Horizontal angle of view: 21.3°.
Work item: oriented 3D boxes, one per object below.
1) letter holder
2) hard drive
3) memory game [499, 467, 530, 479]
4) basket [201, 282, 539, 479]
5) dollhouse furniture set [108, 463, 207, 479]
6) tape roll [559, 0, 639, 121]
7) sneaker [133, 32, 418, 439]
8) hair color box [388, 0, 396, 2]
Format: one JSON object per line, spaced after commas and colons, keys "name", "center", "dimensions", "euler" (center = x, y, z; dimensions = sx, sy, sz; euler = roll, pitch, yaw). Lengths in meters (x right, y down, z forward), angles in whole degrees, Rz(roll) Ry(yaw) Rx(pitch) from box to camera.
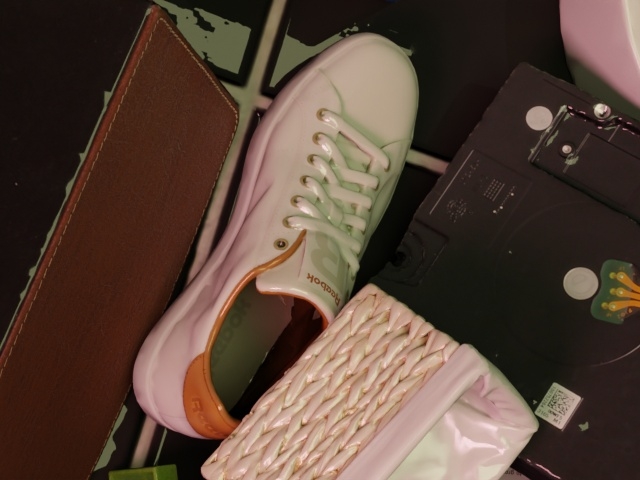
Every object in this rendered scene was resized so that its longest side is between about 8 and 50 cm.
{"name": "letter holder", "center": [-0.187, 0.007, 1.015], "dimensions": [0.152, 0.214, 0.302], "euler": [20, 82, 17]}
{"name": "hard drive", "center": [0.210, 0.062, 1.084], "dimensions": [0.339, 0.064, 0.237], "euler": [30, 77, 19]}
{"name": "memory game", "center": [0.135, 0.120, 1.165], "dimensions": [0.186, 0.012, 0.186], "euler": [1, 87, -17]}
{"name": "basket", "center": [0.026, 0.123, 0.995], "dimensions": [0.167, 0.103, 0.113], "euler": [-48, 145, -4]}
{"name": "dollhouse furniture set", "center": [-0.055, 0.162, 1.099], "dimensions": [0.151, 0.058, 0.076], "euler": [-2, 80, -36]}
{"name": "tape roll", "center": [0.316, -0.163, 1.190], "dimensions": [0.286, 0.100, 0.286], "euler": [1, 86, -17]}
{"name": "sneaker", "center": [0.000, 0.000, 1.063], "dimensions": [0.106, 0.123, 0.290], "euler": [34, 77, -27]}
{"name": "hair color box", "center": [0.076, -0.343, 1.085], "dimensions": [0.105, 0.174, 0.347], "euler": [19, 82, -14]}
